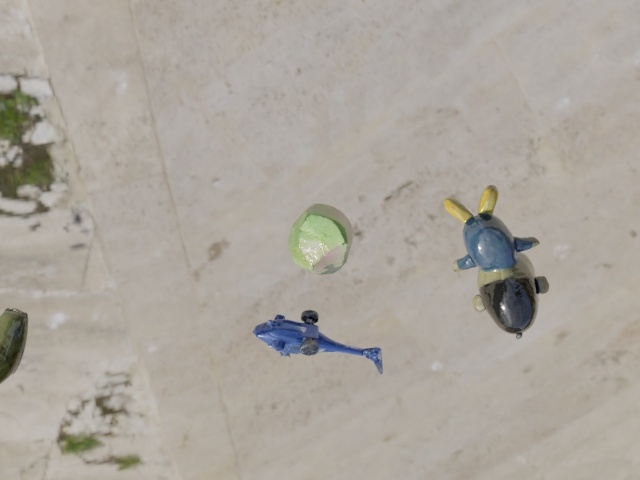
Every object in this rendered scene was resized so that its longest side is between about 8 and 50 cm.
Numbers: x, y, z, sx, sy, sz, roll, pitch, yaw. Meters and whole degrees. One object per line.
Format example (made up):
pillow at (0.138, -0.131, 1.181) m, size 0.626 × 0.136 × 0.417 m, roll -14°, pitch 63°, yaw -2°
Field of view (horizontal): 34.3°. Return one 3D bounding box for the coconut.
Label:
coconut at (0.000, 0.000, 1.251) m, size 0.082 × 0.081 × 0.083 m, roll -33°, pitch 100°, yaw 10°

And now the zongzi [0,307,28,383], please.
zongzi at (-0.469, 0.160, 1.530) m, size 0.052 × 0.113 × 0.104 m, roll 13°, pitch 101°, yaw -3°

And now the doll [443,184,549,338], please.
doll at (0.201, 0.027, 1.174) m, size 0.102 × 0.179 × 0.089 m, roll -16°, pitch -176°, yaw 17°

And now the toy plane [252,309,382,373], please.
toy plane at (-0.001, 0.123, 1.226) m, size 0.167 × 0.054 × 0.062 m, roll 12°, pitch 139°, yaw -15°
